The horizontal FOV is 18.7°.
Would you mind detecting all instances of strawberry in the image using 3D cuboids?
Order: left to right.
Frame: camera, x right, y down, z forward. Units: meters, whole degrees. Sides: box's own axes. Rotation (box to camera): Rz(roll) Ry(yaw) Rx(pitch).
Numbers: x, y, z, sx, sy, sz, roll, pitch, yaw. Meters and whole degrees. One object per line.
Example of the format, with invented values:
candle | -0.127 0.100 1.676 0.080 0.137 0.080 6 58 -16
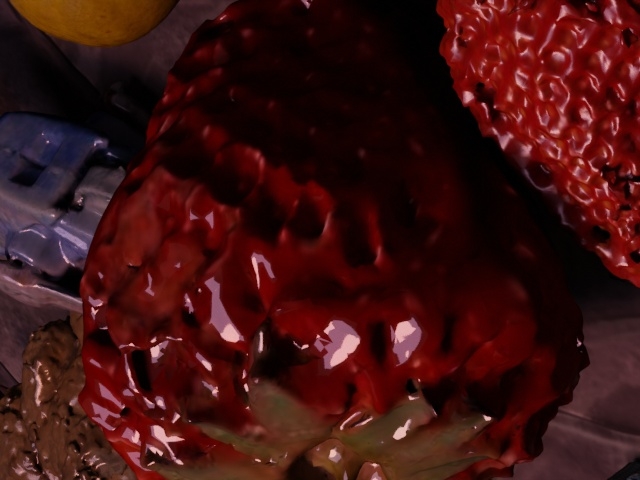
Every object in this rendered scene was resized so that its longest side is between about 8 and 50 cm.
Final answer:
strawberry | 0.000 0.000 1.265 0.317 0.345 0.295 -24 141 30
strawberry | 0.155 -0.095 1.138 0.188 0.106 0.286 -14 104 51

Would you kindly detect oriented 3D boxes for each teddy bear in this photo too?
teddy bear | -0.215 0.186 1.803 0.267 0.156 0.256 56 147 -9

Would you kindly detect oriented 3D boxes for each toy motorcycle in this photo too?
toy motorcycle | -0.194 -0.003 1.576 0.319 0.182 0.241 22 136 34

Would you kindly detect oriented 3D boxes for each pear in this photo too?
pear | -0.161 -0.217 1.377 0.149 0.149 0.162 31 145 27

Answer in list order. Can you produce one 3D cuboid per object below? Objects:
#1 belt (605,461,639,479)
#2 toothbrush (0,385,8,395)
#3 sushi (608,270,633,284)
belt | 0.276 0.212 1.345 0.179 0.065 0.100 24 129 37
toothbrush | -0.329 0.161 2.032 0.194 0.014 0.017 18 133 40
sushi | 0.231 -0.024 1.208 0.120 0.026 0.126 15 125 40
